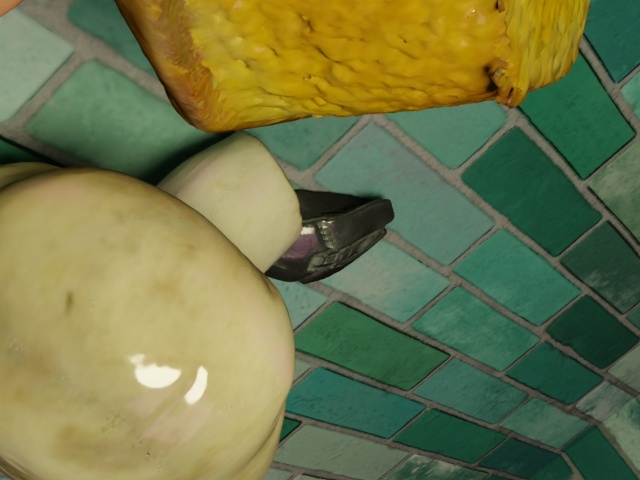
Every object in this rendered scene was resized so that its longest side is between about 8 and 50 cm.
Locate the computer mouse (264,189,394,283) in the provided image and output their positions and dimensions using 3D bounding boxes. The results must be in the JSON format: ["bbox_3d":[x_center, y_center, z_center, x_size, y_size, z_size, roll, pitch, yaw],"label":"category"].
[{"bbox_3d":[0.000,0.000,0.973,0.192,0.062,0.105,-6,137,-30],"label":"computer mouse"}]

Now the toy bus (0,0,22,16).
[{"bbox_3d":[-0.220,-0.214,0.413,0.288,0.232,0.194,18,118,-45],"label":"toy bus"}]

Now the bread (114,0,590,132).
[{"bbox_3d":[0.036,-0.236,0.466,0.398,0.215,0.398,9,90,-69],"label":"bread"}]

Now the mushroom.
[{"bbox_3d":[-0.145,0.080,0.731,0.353,0.325,0.353,-10,121,-18],"label":"mushroom"}]
